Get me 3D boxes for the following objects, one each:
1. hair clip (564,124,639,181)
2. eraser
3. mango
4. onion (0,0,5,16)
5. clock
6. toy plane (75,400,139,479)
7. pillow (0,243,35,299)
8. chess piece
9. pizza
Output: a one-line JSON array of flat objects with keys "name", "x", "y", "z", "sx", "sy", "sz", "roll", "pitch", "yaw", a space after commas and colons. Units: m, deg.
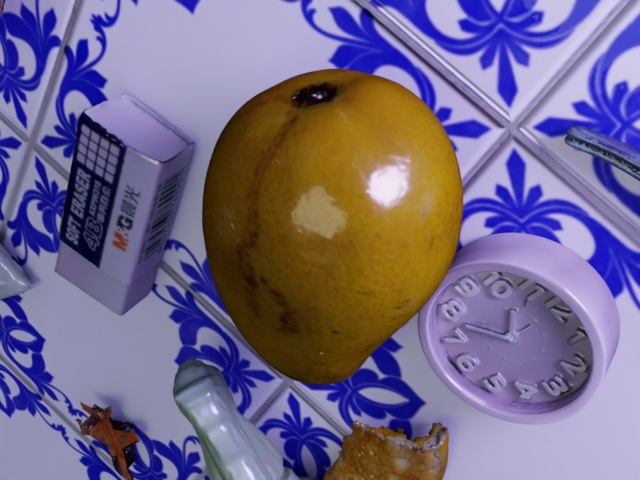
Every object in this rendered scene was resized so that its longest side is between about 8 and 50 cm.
[{"name": "hair clip", "x": 0.334, "y": -0.017, "z": 0.704, "sx": 0.275, "sy": 0.048, "sz": 0.083, "roll": 46, "pitch": 133, "yaw": 8}, {"name": "eraser", "x": -0.264, "y": -0.038, "z": 1.045, "sx": 0.130, "sy": 0.086, "sz": 0.287, "roll": 34, "pitch": 130, "yaw": 12}, {"name": "mango", "x": 0.000, "y": 0.000, "z": 0.811, "sx": 0.264, "sy": 0.221, "sz": 0.378, "roll": 34, "pitch": 137, "yaw": 20}, {"name": "onion", "x": -0.507, "y": -0.328, "z": 0.948, "sx": 0.256, "sy": 0.272, "sz": 0.230, "roll": 41, "pitch": 154, "yaw": 52}, {"name": "clock", "x": 0.204, "y": 0.093, "z": 0.829, "sx": 0.197, "sy": 0.068, "sz": 0.196, "roll": 16, "pitch": 123, "yaw": 25}, {"name": "toy plane", "x": -0.344, "y": 0.347, "z": 1.349, "sx": 0.135, "sy": 0.062, "sz": 0.188, "roll": -2, "pitch": 129, "yaw": 34}, {"name": "pillow", "x": -0.570, "y": -0.012, "z": 1.268, "sx": 0.144, "sy": 0.078, "sz": 0.254, "roll": -18, "pitch": 106, "yaw": 28}, {"name": "chess piece", "x": -0.116, "y": 0.293, "z": 1.097, "sx": 0.176, "sy": 0.176, "sz": 0.298, "roll": -20, "pitch": 100, "yaw": 39}, {"name": "pizza", "x": 0.082, "y": 0.305, "z": 1.041, "sx": 0.134, "sy": 0.056, "sz": 0.271, "roll": 31, "pitch": 133, "yaw": 11}]
